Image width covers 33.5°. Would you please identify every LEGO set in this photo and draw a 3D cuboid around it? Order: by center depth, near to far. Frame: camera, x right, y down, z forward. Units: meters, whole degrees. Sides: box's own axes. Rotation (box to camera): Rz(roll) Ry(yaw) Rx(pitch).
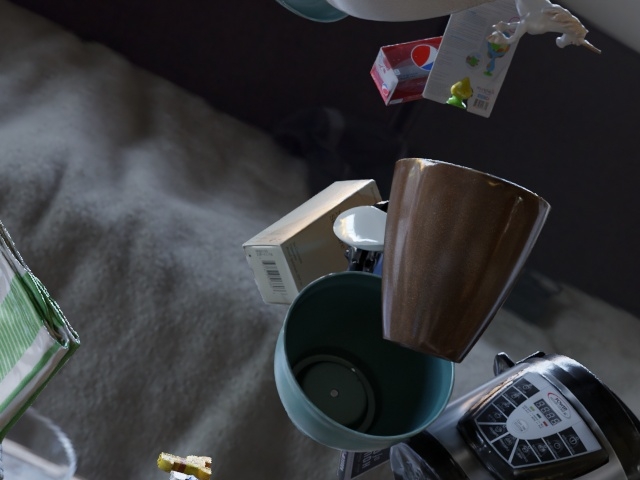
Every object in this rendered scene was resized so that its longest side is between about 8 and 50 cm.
[{"bbox_3d":[-0.244,0.423,1.842,0.093,0.087,0.227,19,14,-12],"label":"LEGO set"}]

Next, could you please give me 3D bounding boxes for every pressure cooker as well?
[{"bbox_3d":[0.375,0.400,1.853,0.369,0.420,0.375,67,-16,-8],"label":"pressure cooker"}]

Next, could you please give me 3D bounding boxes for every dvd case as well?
[{"bbox_3d":[0.146,0.398,2.222,0.239,0.179,0.029,-22,48,-28],"label":"dvd case"}]

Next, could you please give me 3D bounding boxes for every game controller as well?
[{"bbox_3d":[0.117,0.047,1.992,0.067,0.166,0.319,27,-14,21],"label":"game controller"}]

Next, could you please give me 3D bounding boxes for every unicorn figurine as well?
[{"bbox_3d":[0.251,-0.277,1.274,0.060,0.111,0.162,-37,108,-57],"label":"unicorn figurine"}]

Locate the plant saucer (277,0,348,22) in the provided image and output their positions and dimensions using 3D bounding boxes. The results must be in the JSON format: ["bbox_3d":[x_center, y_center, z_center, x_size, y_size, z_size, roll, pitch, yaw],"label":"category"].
[{"bbox_3d":[-0.026,-0.439,1.373,0.044,0.317,0.318,-1,-4,38],"label":"plant saucer"}]

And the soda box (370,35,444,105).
[{"bbox_3d":[0.240,-0.352,2.142,0.263,0.083,0.092,-13,66,-22],"label":"soda box"}]

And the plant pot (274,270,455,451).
[{"bbox_3d":[0.048,0.225,1.750,0.293,0.196,0.293,11,55,-16],"label":"plant pot"}]

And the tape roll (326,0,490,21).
[{"bbox_3d":[0.150,-0.395,1.147,0.072,0.392,0.392,55,-3,-42],"label":"tape roll"}]

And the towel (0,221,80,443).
[{"bbox_3d":[-0.457,0.081,1.370,0.325,0.248,0.038,52,30,17],"label":"towel"}]

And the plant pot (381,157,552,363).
[{"bbox_3d":[0.167,0.037,1.402,0.215,0.230,0.215,18,-5,2],"label":"plant pot"}]

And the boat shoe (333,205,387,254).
[{"bbox_3d":[0.124,-0.001,1.790,0.219,0.077,0.070,11,-26,33],"label":"boat shoe"}]

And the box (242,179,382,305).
[{"bbox_3d":[0.000,0.000,2.220,0.121,0.148,0.311,-1,28,46],"label":"box"}]

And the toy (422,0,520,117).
[{"bbox_3d":[0.270,-0.348,1.858,0.137,0.237,0.056,14,11,-20],"label":"toy"}]

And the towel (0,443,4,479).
[{"bbox_3d":[-0.592,0.226,1.570,0.283,0.121,0.235,59,11,-51],"label":"towel"}]
